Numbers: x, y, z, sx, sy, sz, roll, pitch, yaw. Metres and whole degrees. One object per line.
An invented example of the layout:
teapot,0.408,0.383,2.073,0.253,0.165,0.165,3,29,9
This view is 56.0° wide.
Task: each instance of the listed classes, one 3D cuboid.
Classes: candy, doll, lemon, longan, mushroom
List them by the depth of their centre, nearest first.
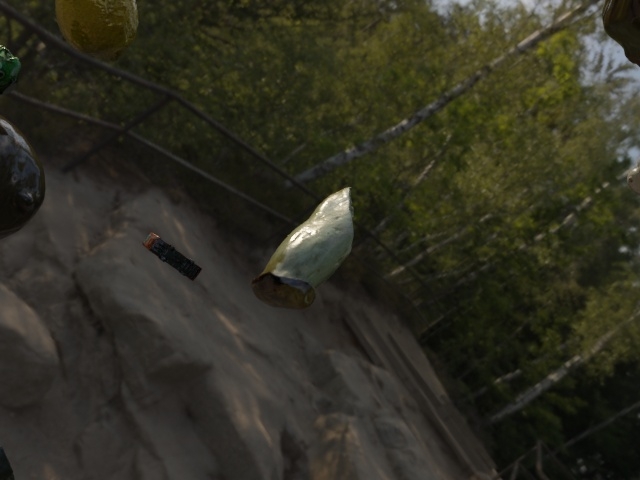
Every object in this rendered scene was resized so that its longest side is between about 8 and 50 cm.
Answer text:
mushroom,0.003,0.000,0.978,0.333,0.107,0.087,-48,134,-51
longan,-0.716,-0.127,1.217,0.297,0.297,0.297,54,-1,2
candy,-0.675,-0.314,1.241,0.097,0.097,0.323,54,-28,-12
lemon,-0.484,-0.497,1.303,0.181,0.180,0.193,54,-35,23
doll,0.887,-0.187,1.577,0.107,0.180,0.110,43,-33,9

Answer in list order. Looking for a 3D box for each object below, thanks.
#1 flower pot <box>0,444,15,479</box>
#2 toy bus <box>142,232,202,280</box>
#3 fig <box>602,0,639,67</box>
flower pot,-0.435,0.266,0.704,0.157,0.106,0.158,24,-51,33
toy bus,-0.251,0.028,1.020,0.043,0.031,0.110,26,-14,44
fig,0.500,-0.328,0.747,0.239,0.271,0.239,41,17,-15
